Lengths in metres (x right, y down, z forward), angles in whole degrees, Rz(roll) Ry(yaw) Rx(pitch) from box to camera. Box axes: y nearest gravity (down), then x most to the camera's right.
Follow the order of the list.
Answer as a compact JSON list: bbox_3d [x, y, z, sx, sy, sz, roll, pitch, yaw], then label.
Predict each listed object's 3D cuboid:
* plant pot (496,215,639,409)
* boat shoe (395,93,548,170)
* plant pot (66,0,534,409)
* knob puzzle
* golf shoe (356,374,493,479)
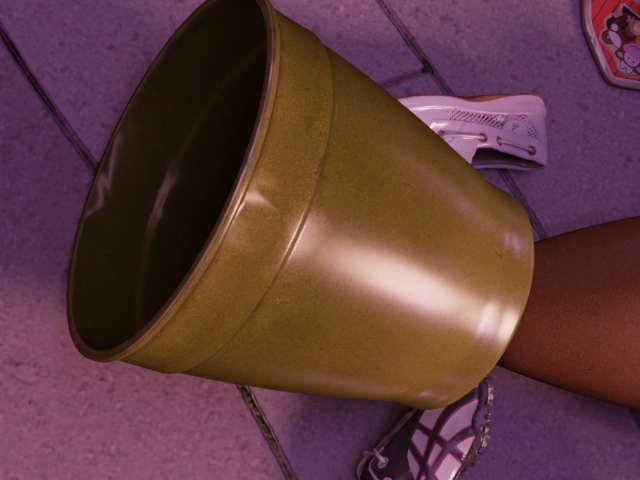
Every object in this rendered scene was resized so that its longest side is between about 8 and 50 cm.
[{"bbox_3d":[0.311,0.078,1.559,0.254,0.237,0.237,0,77,-5],"label":"plant pot"},{"bbox_3d":[0.131,-0.101,1.584,0.277,0.098,0.096,-6,79,-22],"label":"boat shoe"},{"bbox_3d":[0.000,0.000,1.403,0.353,0.366,0.366,24,70,-25],"label":"plant pot"},{"bbox_3d":[0.393,-0.262,1.755,0.213,0.030,0.213,5,76,-19],"label":"knob puzzle"},{"bbox_3d":[0.104,0.213,1.502,0.120,0.105,0.272,12,73,-10],"label":"golf shoe"}]
